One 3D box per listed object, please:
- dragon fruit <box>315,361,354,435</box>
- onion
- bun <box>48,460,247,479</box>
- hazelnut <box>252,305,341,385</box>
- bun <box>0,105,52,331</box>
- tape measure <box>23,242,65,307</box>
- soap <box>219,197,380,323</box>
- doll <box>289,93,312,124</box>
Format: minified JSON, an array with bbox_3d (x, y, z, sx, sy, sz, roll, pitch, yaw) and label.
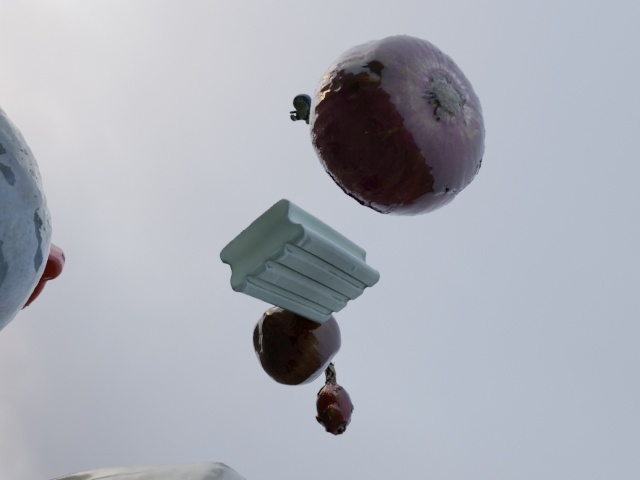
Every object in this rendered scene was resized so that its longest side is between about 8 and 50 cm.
[{"bbox_3d":[0.038,0.499,1.824,0.125,0.125,0.246,130,-40,-60],"label":"dragon fruit"},{"bbox_3d":[0.073,-0.107,0.546,0.153,0.177,0.177,-39,-98,30],"label":"onion"},{"bbox_3d":[-0.109,0.247,0.407,0.263,0.175,0.263,36,-22,18],"label":"bun"},{"bbox_3d":[-0.058,0.211,1.175,0.204,0.177,0.178,-24,-85,58],"label":"hazelnut"},{"bbox_3d":[-0.428,-0.037,0.485,0.211,0.361,0.362,-126,-152,-54],"label":"bun"},{"bbox_3d":[-0.766,0.045,1.342,0.253,0.260,0.114,50,-3,-25],"label":"tape measure"},{"bbox_3d":[-0.028,0.046,0.991,0.159,0.265,0.088,-40,-126,15],"label":"soap"},{"bbox_3d":[-0.054,-0.384,1.636,0.076,0.050,0.083,12,-57,21],"label":"doll"}]
